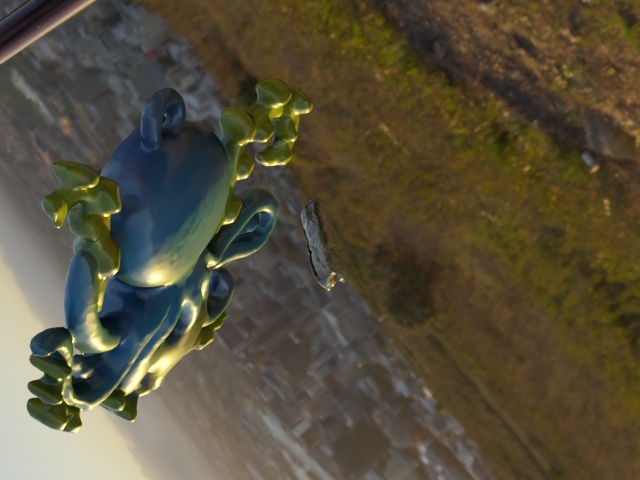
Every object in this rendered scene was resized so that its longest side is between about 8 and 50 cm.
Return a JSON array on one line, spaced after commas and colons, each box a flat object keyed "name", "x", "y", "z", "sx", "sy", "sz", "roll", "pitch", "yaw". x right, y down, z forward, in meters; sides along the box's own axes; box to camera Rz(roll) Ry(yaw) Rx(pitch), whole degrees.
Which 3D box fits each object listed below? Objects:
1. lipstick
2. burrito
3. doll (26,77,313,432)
[{"name": "lipstick", "x": -0.360, "y": -0.347, "z": 1.353, "sx": 0.356, "sy": 0.057, "sz": 0.057, "roll": -23, "pitch": 109, "yaw": 30}, {"name": "burrito", "x": 0.001, "y": 0.001, "z": 1.412, "sx": 0.045, "sy": 0.058, "sz": 0.188, "roll": 21, "pitch": -146, "yaw": -31}, {"name": "doll", "x": -0.136, "y": 0.010, "z": 0.791, "sx": 0.098, "sy": 0.346, "sz": 0.341, "roll": 29, "pitch": 133, "yaw": 13}]
